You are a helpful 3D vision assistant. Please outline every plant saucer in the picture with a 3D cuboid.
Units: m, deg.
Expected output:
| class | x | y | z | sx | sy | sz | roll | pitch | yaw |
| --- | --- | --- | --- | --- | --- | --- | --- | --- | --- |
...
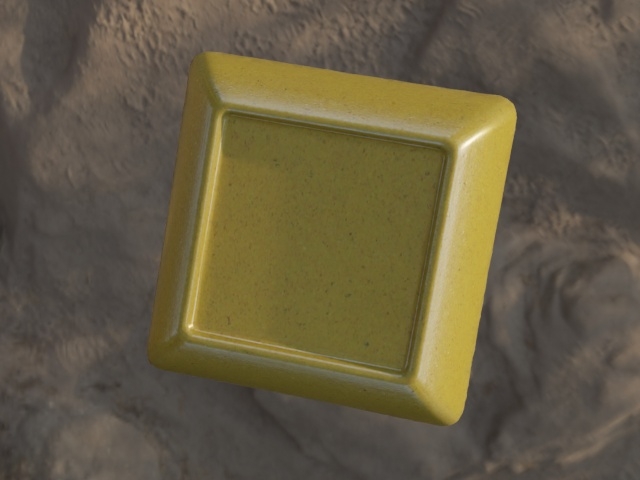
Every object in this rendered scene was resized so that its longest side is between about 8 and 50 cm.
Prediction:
| class | x | y | z | sx | sy | sz | roll | pitch | yaw |
| --- | --- | --- | --- | --- | --- | --- | --- | --- | --- |
| plant saucer | 0.000 | 0.000 | 0.923 | 0.332 | 0.081 | 0.333 | 10 | 95 | 7 |
